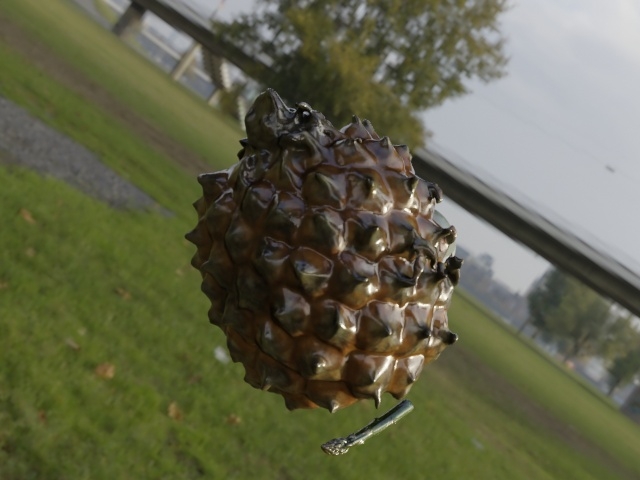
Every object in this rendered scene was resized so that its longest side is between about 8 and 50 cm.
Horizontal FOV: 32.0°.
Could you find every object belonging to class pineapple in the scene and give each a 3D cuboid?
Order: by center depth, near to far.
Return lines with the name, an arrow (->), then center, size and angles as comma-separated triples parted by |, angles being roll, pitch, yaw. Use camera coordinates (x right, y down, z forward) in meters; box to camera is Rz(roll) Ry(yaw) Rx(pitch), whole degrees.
pineapple -> 0.000, 0.000, 0.661 | 0.193, 0.166, 0.166 | 69, -10, -20

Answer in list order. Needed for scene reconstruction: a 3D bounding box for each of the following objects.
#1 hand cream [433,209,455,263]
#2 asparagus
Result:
hand cream -> 0.036, 0.019, 1.070 | 0.340, 0.078, 0.124 | -13, 64, -54
asparagus -> 0.037, 0.146, 0.866 | 0.114, 0.014, 0.015 | -19, 73, -51
